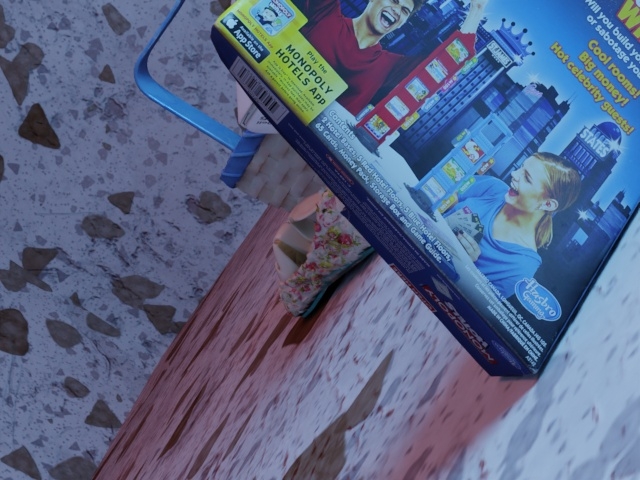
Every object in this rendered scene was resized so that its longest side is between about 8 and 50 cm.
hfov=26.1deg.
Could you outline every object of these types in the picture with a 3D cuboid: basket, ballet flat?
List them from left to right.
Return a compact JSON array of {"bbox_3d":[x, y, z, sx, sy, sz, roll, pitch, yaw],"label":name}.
[{"bbox_3d":[-0.035,-0.163,1.415,0.255,0.289,0.201,-49,9,45],"label":"basket"},{"bbox_3d":[0.000,0.000,1.281,0.091,0.077,0.241,-60,6,-30],"label":"ballet flat"}]

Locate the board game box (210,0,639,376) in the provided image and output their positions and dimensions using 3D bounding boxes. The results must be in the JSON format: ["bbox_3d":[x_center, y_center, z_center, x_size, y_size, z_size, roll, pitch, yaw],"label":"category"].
[{"bbox_3d":[0.085,-0.077,0.599,0.194,0.194,0.060,-43,3,-13],"label":"board game box"}]

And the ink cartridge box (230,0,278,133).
[{"bbox_3d":[0.033,-0.229,1.099,0.115,0.198,0.272,139,129,-68],"label":"ink cartridge box"}]
